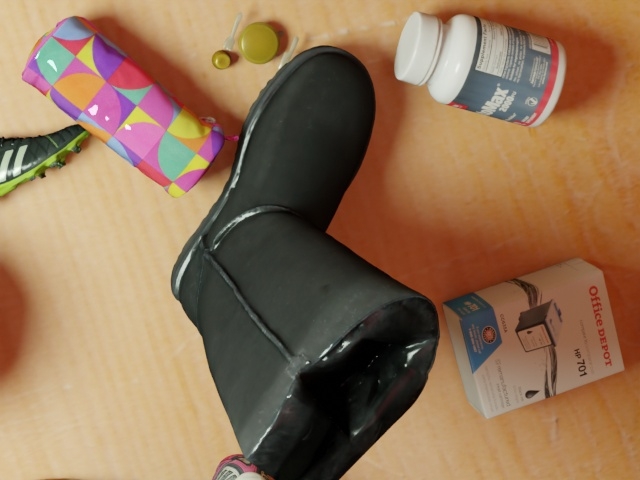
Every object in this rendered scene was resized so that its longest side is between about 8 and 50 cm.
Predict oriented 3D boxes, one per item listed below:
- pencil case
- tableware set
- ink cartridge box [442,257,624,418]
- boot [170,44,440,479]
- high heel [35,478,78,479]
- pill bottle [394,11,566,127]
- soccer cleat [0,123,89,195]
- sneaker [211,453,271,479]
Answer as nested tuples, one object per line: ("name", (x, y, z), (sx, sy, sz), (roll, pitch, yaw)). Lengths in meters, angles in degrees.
("pencil case", (-0.212, -0.148, 1.280), (0.236, 0.104, 0.104), (37, 91, -15))
("tableware set", (-0.051, -0.191, 1.350), (0.154, 0.024, 0.104), (22, 98, -16))
("ink cartridge box", (0.264, 0.120, 1.443), (0.190, 0.082, 0.140), (-18, 104, -7))
("boot", (-0.001, 0.002, 1.163), (0.146, 0.445, 0.367), (25, 98, -19))
("high heel", (-0.267, 0.345, 1.373), (0.244, 0.082, 0.117), (6, 89, -26))
("pill bottle", (0.183, -0.203, 1.351), (0.180, 0.108, 0.108), (13, 97, -13))
("soccer cleat", (-0.344, -0.092, 1.288), (0.179, 0.060, 0.072), (-31, 92, -5))
("sneaker", (-0.103, 0.401, 1.407), (0.121, 0.112, 0.299), (7, 113, -20))
